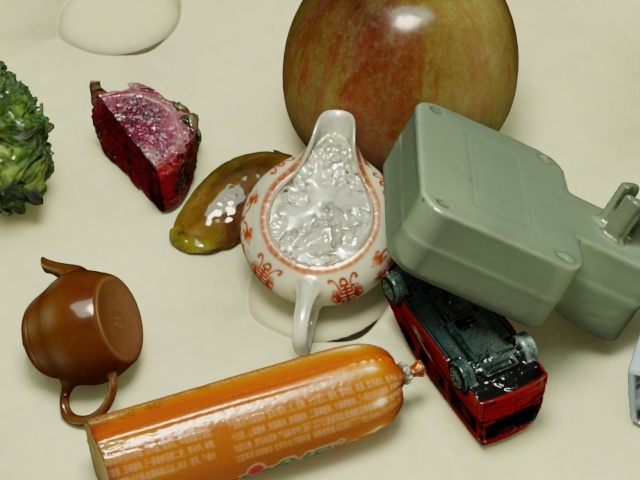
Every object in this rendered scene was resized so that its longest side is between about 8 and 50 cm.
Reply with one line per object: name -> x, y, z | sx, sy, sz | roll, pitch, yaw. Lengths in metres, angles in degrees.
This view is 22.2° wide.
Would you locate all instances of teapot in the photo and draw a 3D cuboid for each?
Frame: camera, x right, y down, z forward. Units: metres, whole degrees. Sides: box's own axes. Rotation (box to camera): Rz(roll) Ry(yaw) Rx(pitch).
teapot -> -0.235, 0.091, 1.543 | 0.116, 0.116, 0.173 | -8, 74, -6
teapot -> 0.000, 0.000, 1.607 | 0.159, 0.116, 0.245 | 6, 63, -6

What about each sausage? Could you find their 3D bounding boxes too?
sausage -> -0.051, 0.161, 1.472 | 0.312, 0.093, 0.093 | -15, 48, -14

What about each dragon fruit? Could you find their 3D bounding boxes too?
dragon fruit -> -0.172, -0.114, 1.733 | 0.096, 0.102, 0.147 | -34, 64, -18

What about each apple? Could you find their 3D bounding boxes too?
apple -> 0.082, -0.193, 1.708 | 0.257, 0.234, 0.256 | -2, 50, 2

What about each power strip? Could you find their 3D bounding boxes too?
power strip -> 0.200, -0.024, 1.531 | 0.261, 0.141, 0.229 | 24, 27, -11

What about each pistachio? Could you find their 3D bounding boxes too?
pistachio -> -0.087, -0.051, 1.701 | 0.173, 0.049, 0.089 | -30, 52, -25

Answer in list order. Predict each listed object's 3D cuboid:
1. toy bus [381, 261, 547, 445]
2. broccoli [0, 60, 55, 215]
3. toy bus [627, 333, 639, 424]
toy bus -> 0.130, 0.094, 1.529 | 0.081, 0.089, 0.195 | -22, 50, -19
broccoli -> -0.460, -0.119, 1.679 | 0.375, 0.302, 0.249 | 18, 20, -18
toy bus -> 0.397, 0.050, 1.559 | 0.136, 0.109, 0.329 | 8, 46, 24
